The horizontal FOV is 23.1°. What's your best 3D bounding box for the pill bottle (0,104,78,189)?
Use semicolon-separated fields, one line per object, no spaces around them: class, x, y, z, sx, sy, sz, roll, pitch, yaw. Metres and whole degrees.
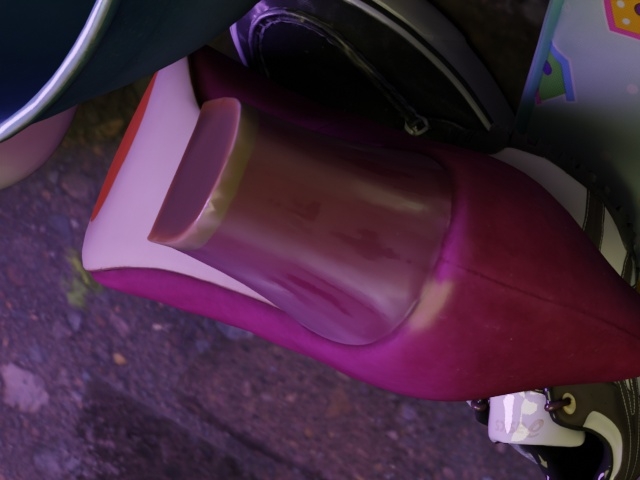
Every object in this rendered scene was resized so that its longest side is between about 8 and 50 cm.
pill bottle;-0.305;-0.108;0.891;0.323;0.181;0.181;-2;117;30

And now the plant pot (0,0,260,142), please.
plant pot;-0.104;-0.191;0.667;0.271;0.255;0.272;11;110;31

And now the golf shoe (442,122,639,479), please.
golf shoe;0.102;0.041;0.697;0.077;0.094;0.198;-6;126;46

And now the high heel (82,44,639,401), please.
high heel;0.000;0.000;0.707;0.181;0.377;0.127;24;94;-15

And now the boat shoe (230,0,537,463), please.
boat shoe;0.049;-0.012;0.804;0.113;0.105;0.306;-27;103;37

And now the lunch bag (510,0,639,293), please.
lunch bag;0.220;-0.039;0.686;0.279;0.108;0.224;27;140;15
